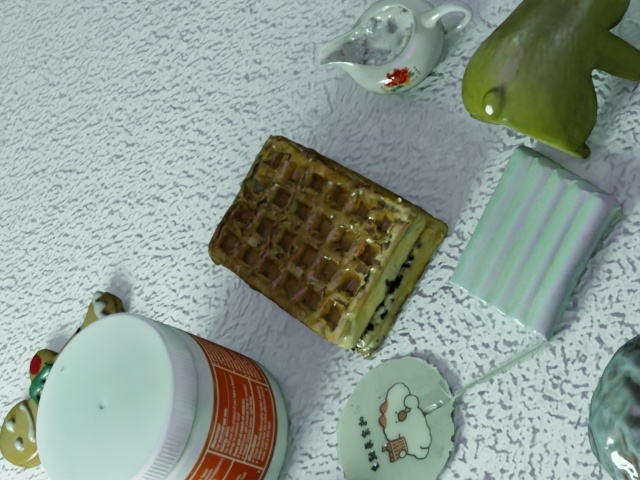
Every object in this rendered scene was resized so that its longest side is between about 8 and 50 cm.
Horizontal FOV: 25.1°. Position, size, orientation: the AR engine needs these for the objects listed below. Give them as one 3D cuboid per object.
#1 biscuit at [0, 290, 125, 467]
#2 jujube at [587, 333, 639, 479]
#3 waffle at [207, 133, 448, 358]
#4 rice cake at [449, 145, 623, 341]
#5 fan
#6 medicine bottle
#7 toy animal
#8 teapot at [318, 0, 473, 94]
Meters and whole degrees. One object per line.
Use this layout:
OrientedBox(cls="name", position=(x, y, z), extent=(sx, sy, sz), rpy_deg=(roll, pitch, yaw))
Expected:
OrientedBox(cls="biscuit", position=(-0.390, 0.229, 2.184), extent=(0.301, 0.049, 0.197), rpy_deg=(-45, 47, 16))
OrientedBox(cls="jujube", position=(0.413, 0.213, 1.422), extent=(0.226, 0.226, 0.317), rpy_deg=(-56, 42, 6))
OrientedBox(cls="waffle", position=(-0.001, 0.000, 1.935), extent=(0.308, 0.091, 0.212), rpy_deg=(33, 94, 43))
OrientedBox(cls="rice cake", position=(0.261, 0.001, 1.757), extent=(0.189, 0.037, 0.198), rpy_deg=(36, 95, 43))
OrientedBox(cls="fan", position=(0.147, 0.205, 1.779), extent=(0.329, 0.009, 0.190), rpy_deg=(-35, 52, 26))
OrientedBox(cls="medicine bottle", position=(-0.204, 0.244, 1.894), extent=(0.253, 0.241, 0.252), rpy_deg=(-17, 61, 32))
OrientedBox(cls="toy animal", position=(0.314, -0.277, 1.752), extent=(0.181, 0.180, 0.363), rpy_deg=(30, 85, 36))
OrientedBox(cls="teapot", position=(0.112, -0.270, 1.960), extent=(0.226, 0.092, 0.145), rpy_deg=(-23, 61, 29))
